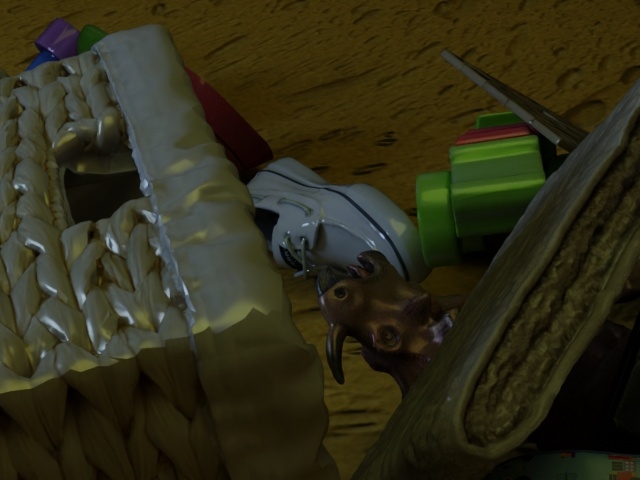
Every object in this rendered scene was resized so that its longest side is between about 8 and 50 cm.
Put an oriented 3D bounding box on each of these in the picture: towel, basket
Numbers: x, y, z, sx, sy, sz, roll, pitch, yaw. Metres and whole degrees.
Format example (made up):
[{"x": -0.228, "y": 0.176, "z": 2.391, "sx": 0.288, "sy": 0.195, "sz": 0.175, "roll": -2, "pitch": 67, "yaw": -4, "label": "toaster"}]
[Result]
[{"x": 0.108, "y": 0.033, "z": 0.791, "sx": 0.049, "sy": 0.187, "sz": 0.282, "roll": 36, "pitch": 59, "yaw": 2, "label": "towel"}, {"x": -0.137, "y": 0.117, "z": 0.746, "sx": 0.266, "sy": 0.331, "sz": 0.328, "roll": -15, "pitch": 30, "yaw": -7, "label": "basket"}]

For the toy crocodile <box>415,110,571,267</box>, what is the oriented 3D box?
[{"x": 0.134, "y": -0.043, "z": 1.108, "sx": 0.115, "sy": 0.105, "sz": 0.340, "roll": -7, "pitch": 2, "yaw": 12, "label": "toy crocodile"}]

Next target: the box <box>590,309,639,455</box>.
[{"x": 0.289, "y": 0.076, "z": 0.759, "sx": 0.270, "sy": 0.143, "sz": 0.165, "roll": 21, "pitch": 79, "yaw": 10, "label": "box"}]

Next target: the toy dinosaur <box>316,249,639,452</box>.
[{"x": 0.152, "y": 0.094, "z": 0.923, "sx": 0.295, "sy": 0.127, "sz": 0.200, "roll": 26, "pitch": 43, "yaw": 38, "label": "toy dinosaur"}]

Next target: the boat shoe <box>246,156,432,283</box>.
[{"x": 0.000, "y": 0.000, "z": 1.178, "sx": 0.076, "sy": 0.083, "sz": 0.226, "roll": -33, "pitch": 25, "yaw": -17, "label": "boat shoe"}]

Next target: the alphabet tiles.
[{"x": 0.214, "y": -0.056, "z": 1.117, "sx": 0.237, "sy": 0.009, "sz": 0.198, "roll": 25, "pitch": 13, "yaw": -27, "label": "alphabet tiles"}]

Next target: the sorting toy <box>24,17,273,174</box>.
[{"x": -0.191, "y": -0.104, "z": 1.400, "sx": 0.126, "sy": 0.127, "sz": 0.365, "roll": -50, "pitch": 39, "yaw": -9, "label": "sorting toy"}]

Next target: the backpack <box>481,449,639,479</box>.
[{"x": 0.133, "y": 0.185, "z": 0.710, "sx": 0.158, "sy": 0.173, "sz": 0.117, "roll": 4, "pitch": 34, "yaw": 16, "label": "backpack"}]

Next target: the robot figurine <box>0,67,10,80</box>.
[{"x": -0.393, "y": -0.025, "z": 1.179, "sx": 0.353, "sy": 0.200, "sz": 0.300, "roll": -20, "pitch": -7, "yaw": -20, "label": "robot figurine"}]
